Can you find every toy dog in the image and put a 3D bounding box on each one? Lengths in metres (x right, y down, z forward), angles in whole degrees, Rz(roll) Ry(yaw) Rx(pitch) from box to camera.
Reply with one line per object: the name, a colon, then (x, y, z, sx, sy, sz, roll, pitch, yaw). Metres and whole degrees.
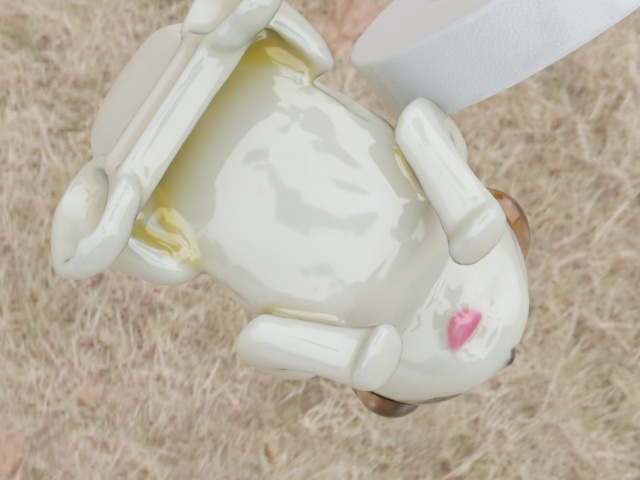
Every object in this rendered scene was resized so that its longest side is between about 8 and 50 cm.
toy dog: (0.000, 0.000, 1.076, 0.408, 0.395, 0.284, 34, 81, -20)

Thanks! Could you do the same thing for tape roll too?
tape roll: (0.202, -0.247, 1.121, 0.392, 0.392, 0.072, -44, 106, -25)
